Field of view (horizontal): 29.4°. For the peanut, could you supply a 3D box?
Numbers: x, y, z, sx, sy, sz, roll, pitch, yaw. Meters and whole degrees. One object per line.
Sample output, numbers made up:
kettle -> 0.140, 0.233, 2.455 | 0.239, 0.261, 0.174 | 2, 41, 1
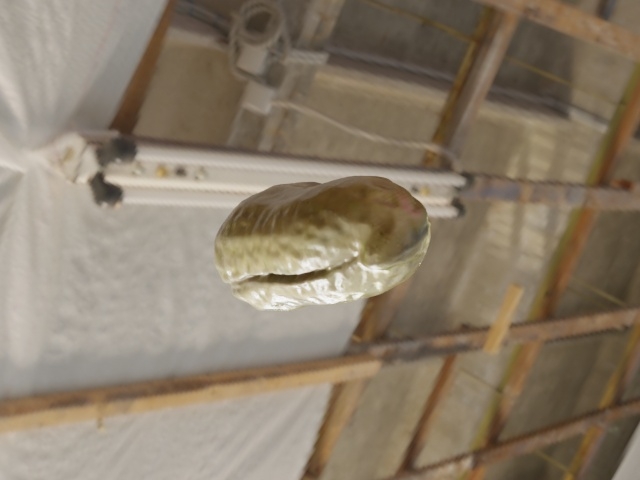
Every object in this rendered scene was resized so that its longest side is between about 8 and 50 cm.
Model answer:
peanut -> 0.000, 0.000, 0.698 | 0.080, 0.174, 0.080 | 3, -96, -34
